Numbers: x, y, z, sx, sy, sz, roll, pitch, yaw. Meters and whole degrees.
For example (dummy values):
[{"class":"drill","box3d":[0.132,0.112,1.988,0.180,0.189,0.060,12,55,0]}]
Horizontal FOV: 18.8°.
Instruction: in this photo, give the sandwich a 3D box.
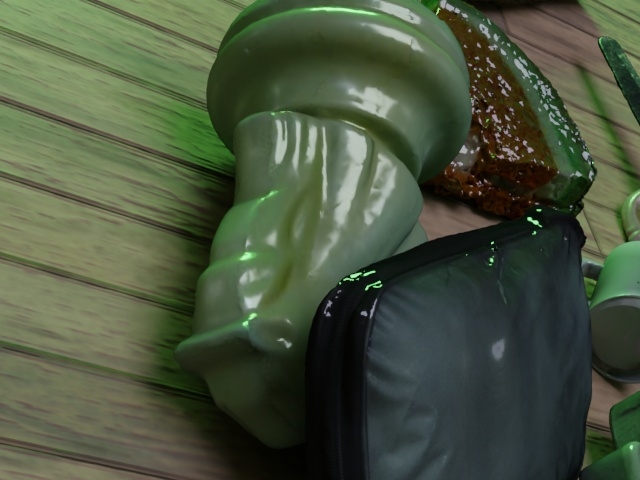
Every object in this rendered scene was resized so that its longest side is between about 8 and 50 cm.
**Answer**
[{"class":"sandwich","box3d":[0.109,-0.113,1.473,0.159,0.079,0.235,-6,60,-54]}]

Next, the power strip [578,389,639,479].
[{"class":"power strip","box3d":[0.245,0.205,1.279,0.194,0.059,0.265,38,31,-37]}]

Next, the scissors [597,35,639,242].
[{"class":"scissors","box3d":[0.310,-0.063,1.670,0.160,0.024,0.317,-8,53,-19]}]

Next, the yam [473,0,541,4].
[{"class":"yam","box3d":[0.184,-0.245,1.735,0.066,0.066,0.300,55,31,12]}]

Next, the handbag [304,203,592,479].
[{"class":"handbag","box3d":[0.091,0.090,1.157,0.332,0.075,0.191,-17,105,-58]}]

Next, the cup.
[{"class":"cup","box3d":[0.225,0.047,1.463,0.104,0.074,0.116,17,29,4]}]

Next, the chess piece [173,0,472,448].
[{"class":"chess piece","box3d":[0.000,0.000,1.168,0.176,0.176,0.298,31,48,-27]}]
